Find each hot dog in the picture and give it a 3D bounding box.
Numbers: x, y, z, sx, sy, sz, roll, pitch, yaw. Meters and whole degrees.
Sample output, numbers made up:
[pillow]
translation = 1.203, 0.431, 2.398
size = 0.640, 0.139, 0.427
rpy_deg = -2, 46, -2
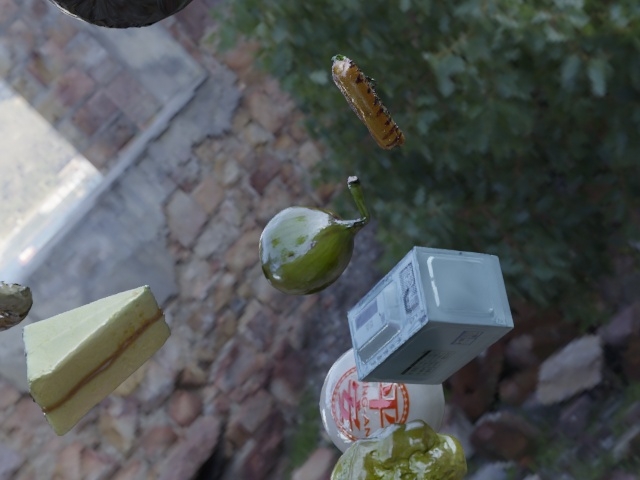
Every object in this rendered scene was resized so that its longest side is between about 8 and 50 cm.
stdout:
[hot dog]
translation = 0.052, -0.148, 1.296
size = 0.037, 0.122, 0.049
rpy_deg = -33, 19, 15

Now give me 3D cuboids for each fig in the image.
[fig]
translation = -0.001, 0.003, 1.856
size = 0.186, 0.148, 0.142
rpy_deg = -17, -10, 10

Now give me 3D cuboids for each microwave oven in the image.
[microwave oven]
translation = 0.148, 0.107, 1.710
size = 0.208, 0.162, 0.122
rpy_deg = -48, 43, 50

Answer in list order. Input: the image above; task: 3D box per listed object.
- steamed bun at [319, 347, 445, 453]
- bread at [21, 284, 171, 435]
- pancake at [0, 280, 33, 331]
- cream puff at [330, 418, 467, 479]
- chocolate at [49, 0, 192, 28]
[steamed bun]
translation = 0.105, 0.298, 2.192
size = 0.232, 0.232, 0.145
rpy_deg = -42, -12, 13
[bread]
translation = -0.408, 0.220, 2.254
size = 0.264, 0.168, 0.163
rpy_deg = -20, 42, -1
[pancake]
translation = -0.576, 0.102, 1.705
size = 0.356, 0.065, 0.356
rpy_deg = -7, -12, -1
[cream puff]
translation = 0.119, 0.371, 1.779
size = 0.221, 0.195, 0.195
rpy_deg = -24, 12, -4
[chocolate]
translation = -0.248, -0.401, 1.175
size = 0.314, 0.297, 0.326
rpy_deg = -40, -26, -37
